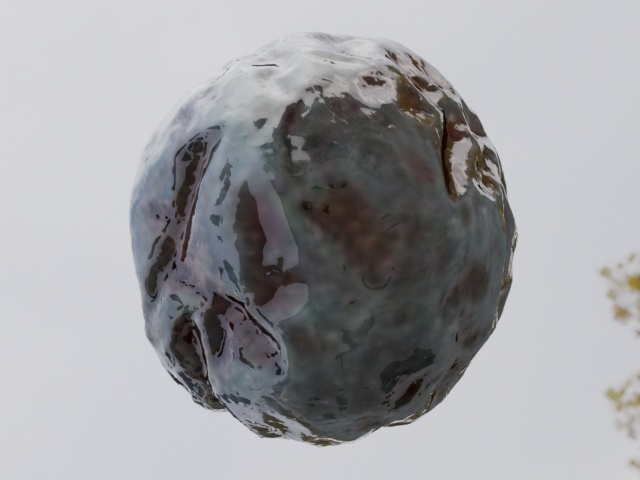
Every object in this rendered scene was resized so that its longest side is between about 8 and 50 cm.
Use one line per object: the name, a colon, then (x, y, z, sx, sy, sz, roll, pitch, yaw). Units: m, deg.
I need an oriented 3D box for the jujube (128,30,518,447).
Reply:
jujube: (0.008, -0.003, 1.093, 0.308, 0.215, 0.246, -72, -24, -67)
